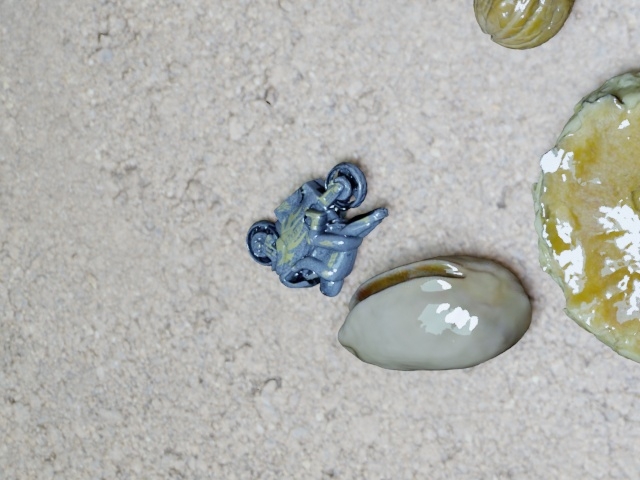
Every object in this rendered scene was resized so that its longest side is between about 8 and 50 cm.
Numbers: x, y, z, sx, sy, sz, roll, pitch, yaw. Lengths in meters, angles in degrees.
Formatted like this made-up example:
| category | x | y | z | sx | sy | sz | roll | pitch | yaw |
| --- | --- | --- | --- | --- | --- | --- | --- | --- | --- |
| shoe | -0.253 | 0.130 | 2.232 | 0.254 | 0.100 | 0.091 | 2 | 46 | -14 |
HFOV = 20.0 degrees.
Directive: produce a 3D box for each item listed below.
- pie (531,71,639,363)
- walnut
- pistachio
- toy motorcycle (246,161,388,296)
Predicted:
| category | x | y | z | sx | sy | sz | roll | pitch | yaw |
| --- | --- | --- | --- | --- | --- | --- | --- | --- | --- |
| pie | 0.369 | -0.018 | 1.826 | 0.340 | 0.083 | 0.339 | 8 | 109 | 23 |
| walnut | 0.209 | -0.254 | 1.837 | 0.105 | 0.105 | 0.124 | 35 | 102 | 15 |
| pistachio | 0.122 | 0.083 | 1.958 | 0.223 | 0.126 | 0.152 | -7 | 136 | 29 |
| toy motorcycle | 0.000 | 0.000 | 2.032 | 0.193 | 0.061 | 0.124 | -35 | 81 | 36 |
